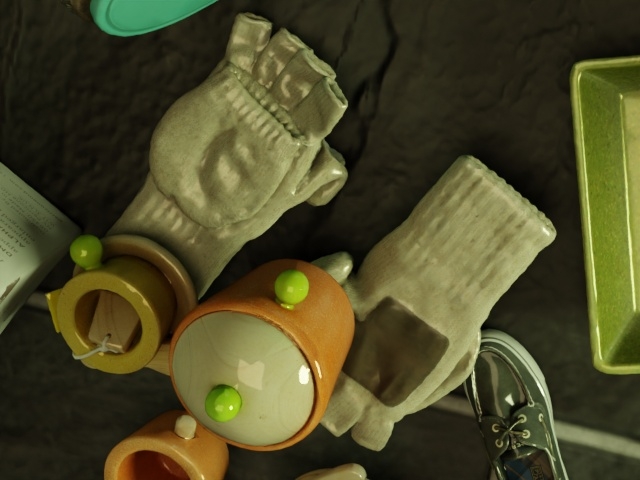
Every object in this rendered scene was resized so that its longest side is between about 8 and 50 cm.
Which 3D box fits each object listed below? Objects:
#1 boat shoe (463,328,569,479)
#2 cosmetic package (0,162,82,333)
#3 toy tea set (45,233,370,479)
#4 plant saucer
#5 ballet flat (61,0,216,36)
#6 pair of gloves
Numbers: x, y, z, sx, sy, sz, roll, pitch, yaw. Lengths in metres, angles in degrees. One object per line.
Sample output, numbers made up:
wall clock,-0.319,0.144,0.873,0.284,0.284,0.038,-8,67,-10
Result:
boat shoe,0.123,0.123,0.986,0.049,0.040,0.142,-19,102,16
cosmetic package,-0.303,0.069,0.873,0.156,0.385,0.217,39,110,-2
toy tea set,-0.060,0.156,0.963,0.200,0.124,0.336,-5,112,24
plant saucer,0.244,-0.022,0.916,0.188,0.045,0.188,-3,106,13
ballet flat,0.053,-0.288,0.834,0.483,0.164,0.182,-27,78,12
pair of gloves,0.000,0.000,0.974,0.240,0.042,0.204,34,116,6
